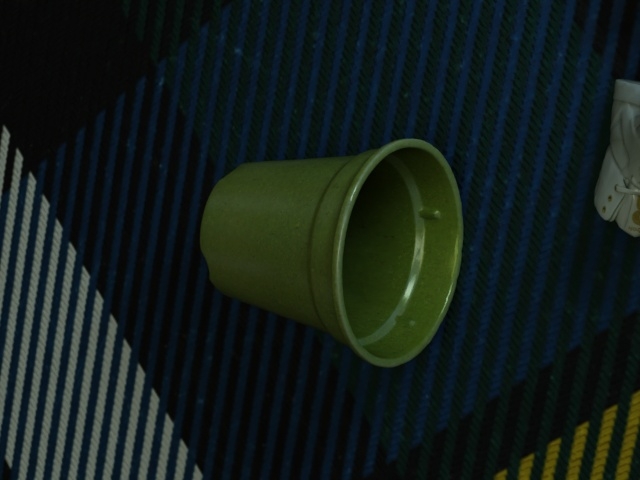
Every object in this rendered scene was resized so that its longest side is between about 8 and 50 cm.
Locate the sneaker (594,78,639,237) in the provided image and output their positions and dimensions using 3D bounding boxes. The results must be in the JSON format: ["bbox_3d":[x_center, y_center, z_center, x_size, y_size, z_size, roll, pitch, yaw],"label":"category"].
[{"bbox_3d":[0.381,-0.078,1.406,0.108,0.292,0.169,8,102,-4],"label":"sneaker"}]

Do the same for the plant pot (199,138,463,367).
[{"bbox_3d":[0.000,0.000,1.600,0.254,0.276,0.276,9,97,36],"label":"plant pot"}]
